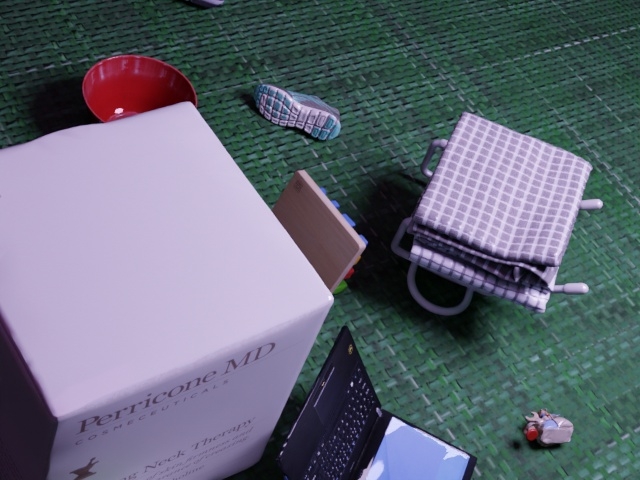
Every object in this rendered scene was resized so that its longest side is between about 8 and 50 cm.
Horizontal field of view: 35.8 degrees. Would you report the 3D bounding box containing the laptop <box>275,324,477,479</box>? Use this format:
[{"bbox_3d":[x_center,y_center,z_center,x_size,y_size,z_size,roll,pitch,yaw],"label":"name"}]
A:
[{"bbox_3d":[0.083,0.287,1.304,0.137,0.264,0.234,0,40,29],"label":"laptop"}]

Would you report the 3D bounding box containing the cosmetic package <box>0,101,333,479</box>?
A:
[{"bbox_3d":[-0.246,0.111,1.162,0.330,0.393,0.327,-21,61,-31],"label":"cosmetic package"}]

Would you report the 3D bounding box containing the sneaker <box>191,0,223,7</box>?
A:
[{"bbox_3d":[-0.285,-0.506,1.887,0.224,0.083,0.098,20,27,-9],"label":"sneaker"}]

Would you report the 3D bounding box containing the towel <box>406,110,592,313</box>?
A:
[{"bbox_3d":[0.274,-0.056,1.507,0.235,0.121,0.283,23,49,5],"label":"towel"}]

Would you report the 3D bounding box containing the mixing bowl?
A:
[{"bbox_3d":[-0.296,-0.203,1.601,0.182,0.098,0.181,9,50,-11],"label":"mixing bowl"}]

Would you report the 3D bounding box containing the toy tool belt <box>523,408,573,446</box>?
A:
[{"bbox_3d":[0.329,0.276,1.468,0.083,0.052,0.051,3,20,-21],"label":"toy tool belt"}]

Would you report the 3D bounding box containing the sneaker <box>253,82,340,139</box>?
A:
[{"bbox_3d":[-0.039,-0.234,1.756,0.167,0.065,0.076,27,32,-1],"label":"sneaker"}]

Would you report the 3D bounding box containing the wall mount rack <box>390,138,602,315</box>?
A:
[{"bbox_3d":[0.288,-0.018,1.636,0.304,0.130,0.350,24,49,0],"label":"wall mount rack"}]

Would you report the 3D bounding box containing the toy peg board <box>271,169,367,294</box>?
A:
[{"bbox_3d":[0.000,0.000,1.509,0.079,0.160,0.161,-13,56,-47],"label":"toy peg board"}]
